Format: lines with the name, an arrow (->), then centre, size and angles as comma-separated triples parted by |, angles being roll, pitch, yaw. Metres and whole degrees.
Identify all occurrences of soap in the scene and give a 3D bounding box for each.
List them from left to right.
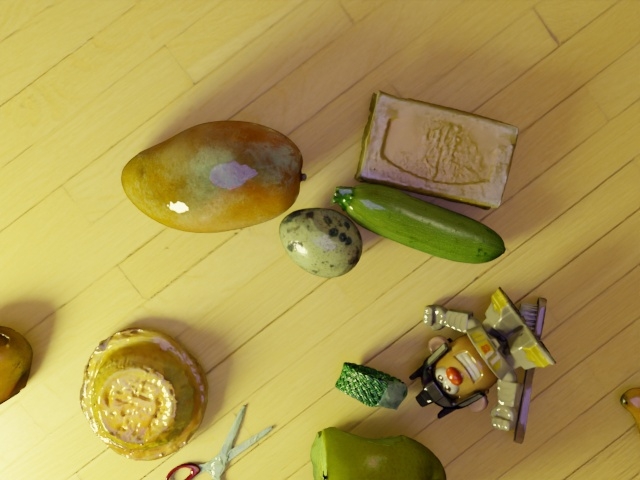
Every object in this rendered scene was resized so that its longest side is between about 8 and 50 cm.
soap -> 0.243, -0.187, 1.593 | 0.315, 0.091, 0.199 | 13, 95, -5

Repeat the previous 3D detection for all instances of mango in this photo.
mango -> -0.698, 0.268, 1.534 | 0.236, 0.136, 0.166 | -32, 94, -6
mango -> -0.220, -0.127, 1.512 | 0.384, 0.199, 0.221 | -1, 103, 8
mango -> 0.752, 0.404, 1.694 | 0.098, 0.075, 0.190 | -38, 90, -9

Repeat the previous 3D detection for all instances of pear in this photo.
pear -> 0.126, 0.481, 1.563 | 0.282, 0.286, 0.176 | 4, 75, -5

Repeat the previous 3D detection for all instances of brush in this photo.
brush -> 0.444, 0.284, 1.666 | 0.065, 0.070, 0.327 | 8, 95, 12

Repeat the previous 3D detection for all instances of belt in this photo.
belt -> 0.106, 0.317, 1.609 | 0.151, 0.121, 0.079 | 18, 91, -11

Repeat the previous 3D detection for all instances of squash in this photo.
squash -> 0.204, -0.035, 1.583 | 0.395, 0.107, 0.107 | 18, 93, -15

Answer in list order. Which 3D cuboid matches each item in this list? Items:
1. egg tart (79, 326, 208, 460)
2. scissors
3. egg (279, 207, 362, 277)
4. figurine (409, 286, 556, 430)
egg tart -> -0.373, 0.325, 1.579 | 0.288, 0.118, 0.288 | 0, 92, -2
scissors -> -0.214, 0.477, 1.651 | 0.144, 0.017, 0.248 | 40, 89, -7
egg -> 0.000, 0.000, 1.562 | 0.181, 0.141, 0.141 | 24, 93, -9
figurine -> 0.330, 0.258, 1.599 | 0.143, 0.308, 0.308 | 33, 92, -47
